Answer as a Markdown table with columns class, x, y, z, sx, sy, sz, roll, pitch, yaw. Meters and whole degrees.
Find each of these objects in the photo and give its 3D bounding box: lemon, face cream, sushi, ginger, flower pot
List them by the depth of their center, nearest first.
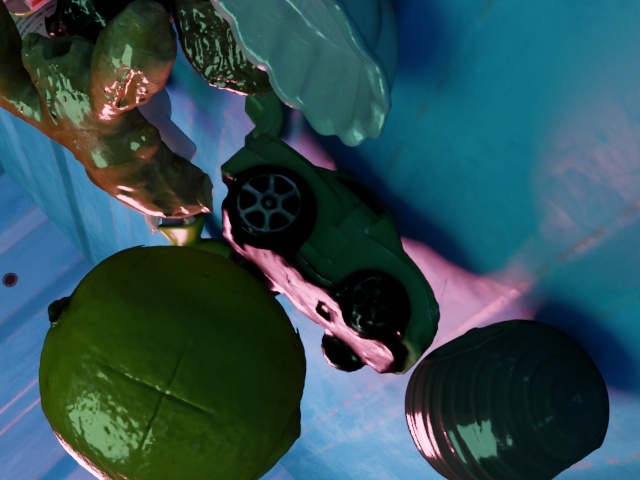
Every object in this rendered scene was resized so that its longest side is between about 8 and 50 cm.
| class | x | y | z | sx | sy | sz | roll | pitch | yaw |
| --- | --- | --- | --- | --- | --- | --- | --- | --- | --- |
| flower pot | 0.192 | 0.173 | 0.903 | 0.157 | 0.189 | 0.243 | 62 | 152 | 1 |
| lemon | -0.161 | 0.147 | 0.959 | 0.297 | 0.297 | 0.297 | 40 | 159 | 19 |
| ginger | -0.302 | -0.163 | 1.039 | 0.363 | 0.122 | 0.348 | 11 | 139 | 16 |
| sushi | -0.271 | -0.278 | 1.096 | 0.127 | 0.124 | 0.225 | 46 | 156 | -6 |
| face cream | -0.314 | -0.218 | 1.270 | 0.370 | 0.145 | 0.145 | 46 | 160 | 8 |

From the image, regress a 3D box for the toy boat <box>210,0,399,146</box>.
| class | x | y | z | sx | sy | sz | roll | pitch | yaw |
| --- | --- | --- | --- | --- | --- | --- | --- | --- | --- |
| toy boat | -0.023 | -0.218 | 0.747 | 0.290 | 0.100 | 0.199 | 45 | 159 | 3 |

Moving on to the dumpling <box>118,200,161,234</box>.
| class | x | y | z | sx | sy | sz | roll | pitch | yaw |
| --- | --- | --- | --- | --- | --- | --- | --- | --- | --- |
| dumpling | -0.333 | -0.133 | 1.513 | 0.216 | 0.126 | 0.166 | 48 | 174 | -27 |

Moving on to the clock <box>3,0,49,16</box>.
| class | x | y | z | sx | sy | sz | roll | pitch | yaw |
| --- | --- | --- | --- | --- | --- | --- | --- | --- | --- |
| clock | -0.400 | -0.440 | 1.014 | 0.235 | 0.166 | 0.309 | 49 | 167 | -5 |

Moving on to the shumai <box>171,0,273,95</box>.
| class | x | y | z | sx | sy | sz | roll | pitch | yaw |
| --- | --- | --- | --- | --- | --- | --- | --- | --- | --- |
| shumai | -0.089 | -0.235 | 0.898 | 0.123 | 0.105 | 0.139 | -20 | 132 | 21 |

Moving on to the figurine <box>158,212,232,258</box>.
| class | x | y | z | sx | sy | sz | roll | pitch | yaw |
| --- | --- | --- | --- | --- | --- | --- | --- | --- | --- |
| figurine | -0.237 | 0.027 | 1.603 | 0.162 | 0.143 | 0.263 | 1 | 113 | 56 |

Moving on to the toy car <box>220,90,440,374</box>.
| class | x | y | z | sx | sy | sz | roll | pitch | yaw |
| --- | --- | --- | --- | --- | --- | --- | --- | --- | --- |
| toy car | 0.000 | 0.000 | 1.016 | 0.358 | 0.176 | 0.213 | 40 | 161 | 10 |
